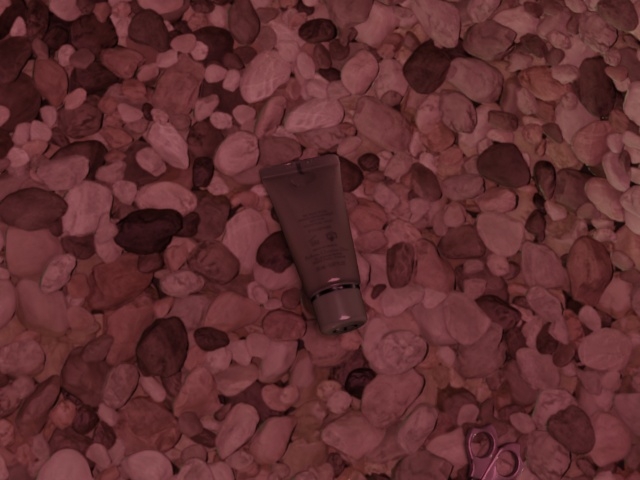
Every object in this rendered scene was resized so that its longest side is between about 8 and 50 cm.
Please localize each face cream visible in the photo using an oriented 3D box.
[{"bbox_3d":[0.000,0.000,1.271,0.143,0.089,0.315,-12,71,-8],"label":"face cream"}]

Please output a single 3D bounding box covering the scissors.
[{"bbox_3d":[0.247,0.403,1.231,0.110,0.021,0.212,35,76,-1],"label":"scissors"}]
